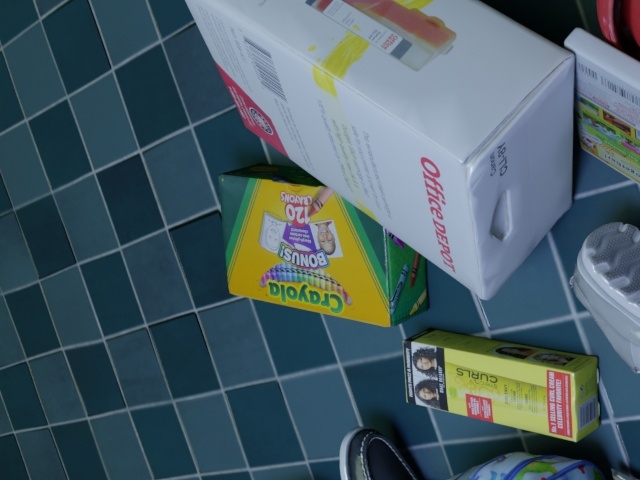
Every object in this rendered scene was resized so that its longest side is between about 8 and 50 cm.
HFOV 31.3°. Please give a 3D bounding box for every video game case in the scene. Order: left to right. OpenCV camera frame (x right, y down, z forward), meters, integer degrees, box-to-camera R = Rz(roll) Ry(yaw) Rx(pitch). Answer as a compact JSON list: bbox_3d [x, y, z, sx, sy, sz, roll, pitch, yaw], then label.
[{"bbox_3d":[0.328,-0.084,1.049,0.227,0.206,0.026,37,82,27],"label":"video game case"}]

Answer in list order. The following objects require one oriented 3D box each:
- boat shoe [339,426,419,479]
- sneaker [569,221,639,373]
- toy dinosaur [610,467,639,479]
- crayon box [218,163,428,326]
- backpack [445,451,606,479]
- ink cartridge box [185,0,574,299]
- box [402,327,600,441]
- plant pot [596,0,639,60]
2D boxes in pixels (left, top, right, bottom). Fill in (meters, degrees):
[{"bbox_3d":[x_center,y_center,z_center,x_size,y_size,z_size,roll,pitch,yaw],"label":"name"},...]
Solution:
[{"bbox_3d":[0.125,0.365,1.427,0.091,0.114,0.302,-19,102,45],"label":"boat shoe"},{"bbox_3d":[0.364,0.105,1.147,0.281,0.105,0.115,51,161,15],"label":"sneaker"},{"bbox_3d":[0.426,0.298,1.161,0.268,0.064,0.118,-4,94,45],"label":"toy dinosaur"},{"bbox_3d":[0.000,0.000,1.431,0.278,0.081,0.165,8,109,40],"label":"crayon box"},{"bbox_3d":[0.241,0.406,1.227,0.355,0.290,0.273,58,139,24],"label":"backpack"},{"bbox_3d":[0.067,-0.149,1.182,0.384,0.160,0.279,38,165,27],"label":"ink cartridge box"},{"bbox_3d":[0.205,0.163,1.315,0.232,0.058,0.087,8,108,40],"label":"box"},{"bbox_3d":[0.347,-0.219,0.971,0.174,0.191,0.191,34,124,37],"label":"plant pot"}]
